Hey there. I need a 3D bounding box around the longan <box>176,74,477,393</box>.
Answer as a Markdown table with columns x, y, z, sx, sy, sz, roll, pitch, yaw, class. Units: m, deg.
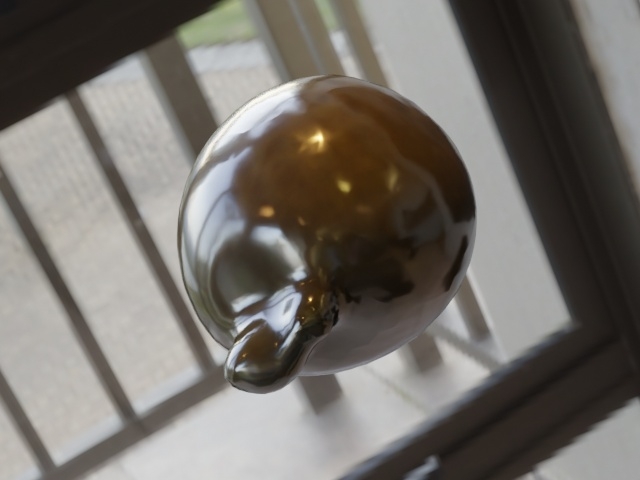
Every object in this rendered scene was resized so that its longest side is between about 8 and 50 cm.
| x | y | z | sx | sy | sz | roll | pitch | yaw | class |
| --- | --- | --- | --- | --- | --- | --- | --- | --- | --- |
| 0.000 | 0.000 | 0.571 | 0.106 | 0.106 | 0.119 | -8 | 39 | 29 | longan |
